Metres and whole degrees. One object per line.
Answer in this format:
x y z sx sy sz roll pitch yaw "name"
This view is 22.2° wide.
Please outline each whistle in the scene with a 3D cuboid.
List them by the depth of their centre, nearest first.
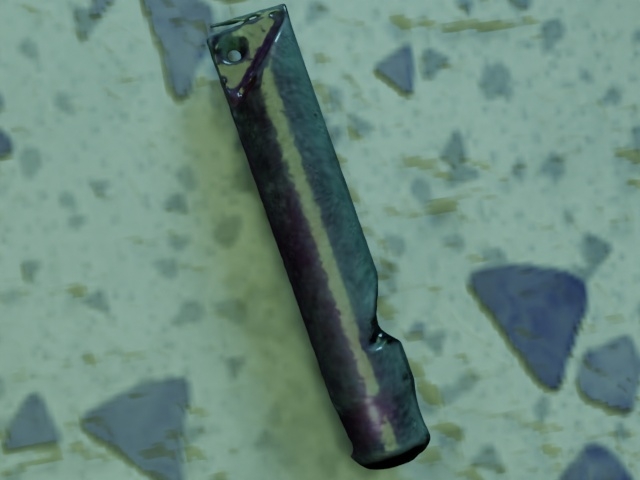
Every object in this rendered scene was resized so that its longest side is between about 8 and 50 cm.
0.000 0.000 0.607 0.033 0.033 0.176 -19 93 -9 "whistle"
